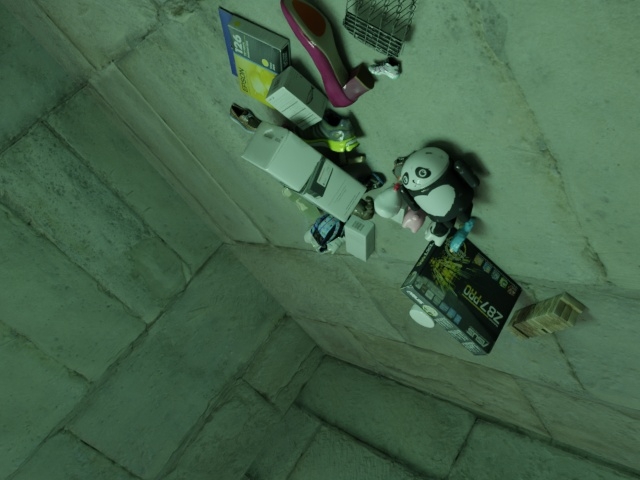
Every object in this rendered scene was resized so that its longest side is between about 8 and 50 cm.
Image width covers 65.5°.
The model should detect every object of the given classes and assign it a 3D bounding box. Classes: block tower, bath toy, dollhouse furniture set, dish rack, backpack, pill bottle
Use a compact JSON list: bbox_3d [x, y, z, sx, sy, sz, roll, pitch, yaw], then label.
[{"bbox_3d":[0.844,0.297,1.898,0.091,0.097,0.335,36,155,3],"label":"block tower"},{"bbox_3d":[0.363,-0.097,1.765,0.348,0.151,0.129,26,117,1],"label":"bath toy"},{"bbox_3d":[0.121,-0.330,1.899,0.114,0.091,0.081,-6,92,29],"label":"dollhouse furniture set"},{"bbox_3d":[0.159,-0.607,1.272,0.208,0.074,0.271,35,158,11],"label":"dish rack"},{"bbox_3d":[0.049,-0.070,2.298,0.117,0.158,0.173,51,146,16],"label":"backpack"},{"bbox_3d":[0.479,0.216,2.044,0.152,0.272,0.152,31,155,16],"label":"pill bottle"}]

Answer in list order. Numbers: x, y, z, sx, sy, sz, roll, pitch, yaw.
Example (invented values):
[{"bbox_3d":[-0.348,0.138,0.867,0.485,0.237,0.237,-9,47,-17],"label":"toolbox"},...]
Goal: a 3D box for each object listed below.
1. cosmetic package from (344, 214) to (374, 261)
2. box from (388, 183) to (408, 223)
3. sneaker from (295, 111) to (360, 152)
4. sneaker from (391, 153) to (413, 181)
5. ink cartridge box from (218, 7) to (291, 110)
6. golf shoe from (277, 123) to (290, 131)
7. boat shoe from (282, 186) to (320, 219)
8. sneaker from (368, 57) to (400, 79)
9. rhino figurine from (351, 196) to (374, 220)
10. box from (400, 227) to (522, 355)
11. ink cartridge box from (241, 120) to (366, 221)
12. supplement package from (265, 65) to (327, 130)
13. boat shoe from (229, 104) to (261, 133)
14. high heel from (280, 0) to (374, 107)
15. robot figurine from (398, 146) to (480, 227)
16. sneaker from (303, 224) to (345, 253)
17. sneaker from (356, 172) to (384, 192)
[{"bbox_3d":[0.182,-0.010,2.299,0.117,0.085,0.231,29,157,20],"label":"cosmetic package"},{"bbox_3d":[0.292,-0.140,1.899,0.102,0.087,0.101,30,155,19],"label":"box"},{"bbox_3d":[0.018,-0.408,1.815,0.300,0.111,0.121,19,129,41],"label":"sneaker"},{"bbox_3d":[0.283,-0.261,1.734,0.065,0.061,0.158,42,156,8],"label":"sneaker"},{"bbox_3d":[-0.240,-0.635,1.790,0.307,0.072,0.304,29,156,15],"label":"ink cartridge box"},{"bbox_3d":[-0.212,-0.396,2.094,0.140,0.115,0.306,42,148,8],"label":"golf shoe"},{"bbox_3d":[-0.084,-0.191,2.372,0.081,0.069,0.228,-38,112,25],"label":"boat shoe"},{"bbox_3d":[0.186,-0.513,1.444,0.098,0.038,0.069,19,150,17],"label":"sneaker"},{"bbox_3d":[0.129,-0.158,2.119,0.243,0.073,0.106,27,151,28],"label":"rhino figurine"},{"bbox_3d":[0.529,0.183,1.859,0.395,0.318,0.097,42,157,-7],"label":"box"},{"bbox_3d":[-0.067,-0.260,1.878,0.395,0.166,0.285,32,-179,-33],"label":"ink cartridge box"},{"bbox_3d":[-0.080,-0.485,1.707,0.179,0.105,0.105,33,146,-32],"label":"supplement package"},{"bbox_3d":[-0.318,-0.516,2.113,0.183,0.066,0.066,30,154,18],"label":"boat shoe"},{"bbox_3d":[-0.016,-0.557,1.522,0.377,0.127,0.181,44,145,-22],"label":"high heel"},{"bbox_3d":[0.381,-0.169,1.608,0.278,0.209,0.173,48,-174,-21],"label":"robot figurine"},{"bbox_3d":[0.000,0.000,2.517,0.111,0.129,0.297,48,156,-27],"label":"sneaker"},{"bbox_3d":[0.179,-0.209,1.946,0.067,0.078,0.188,47,154,-19],"label":"sneaker"}]
